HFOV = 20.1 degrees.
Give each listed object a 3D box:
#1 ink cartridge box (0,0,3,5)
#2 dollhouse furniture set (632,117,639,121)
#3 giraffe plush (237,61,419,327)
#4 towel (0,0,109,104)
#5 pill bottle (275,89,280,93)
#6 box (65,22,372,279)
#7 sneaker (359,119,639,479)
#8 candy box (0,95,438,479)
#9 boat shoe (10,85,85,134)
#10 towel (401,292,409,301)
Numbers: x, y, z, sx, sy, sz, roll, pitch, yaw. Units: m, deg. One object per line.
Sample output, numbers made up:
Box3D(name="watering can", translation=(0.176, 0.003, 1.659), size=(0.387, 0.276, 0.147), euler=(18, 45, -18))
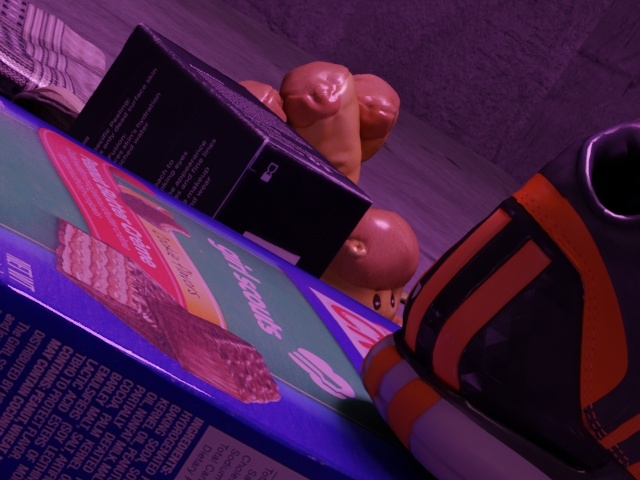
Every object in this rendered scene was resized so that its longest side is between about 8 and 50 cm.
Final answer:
Box3D(name="ink cartridge box", translation=(-0.306, -0.230, 1.274), size=(0.128, 0.127, 0.176), euler=(45, 24, 20))
Box3D(name="dollhouse furniture set", translation=(0.266, 0.041, 1.755), size=(0.135, 0.262, 0.259), euler=(35, -22, -11))
Box3D(name="giraffe plush", translation=(0.000, 0.000, 1.291), size=(0.181, 0.210, 0.170), euler=(-15, 54, -25))
Box3D(name="towel", translation=(-0.301, -0.202, 1.525), size=(0.312, 0.056, 0.324), euler=(32, 9, -16))
Box3D(name="pill bottle", translation=(-0.024, -0.080, 1.733), size=(0.103, 0.103, 0.184), euler=(32, 10, -15))
Box3D(name="box", translation=(-0.080, -0.011, 1.004), size=(0.093, 0.156, 0.158), euler=(27, 12, -43))
Box3D(name="sneaker", translation=(0.183, 0.071, 0.727), size=(0.321, 0.180, 0.124), euler=(34, 11, -34))
Box3D(name="candy box", translation=(-0.054, 0.077, 0.752), size=(0.317, 0.122, 0.268), euler=(32, 10, -24))
Box3D(name="boat shoe", translation=(-0.164, -0.055, 1.283), size=(0.152, 0.056, 0.049), euler=(38, 23, 21))
Box3D(name="towel", translation=(0.048, 0.032, 1.703), size=(0.083, 0.009, 0.060), euler=(28, 11, -37))
